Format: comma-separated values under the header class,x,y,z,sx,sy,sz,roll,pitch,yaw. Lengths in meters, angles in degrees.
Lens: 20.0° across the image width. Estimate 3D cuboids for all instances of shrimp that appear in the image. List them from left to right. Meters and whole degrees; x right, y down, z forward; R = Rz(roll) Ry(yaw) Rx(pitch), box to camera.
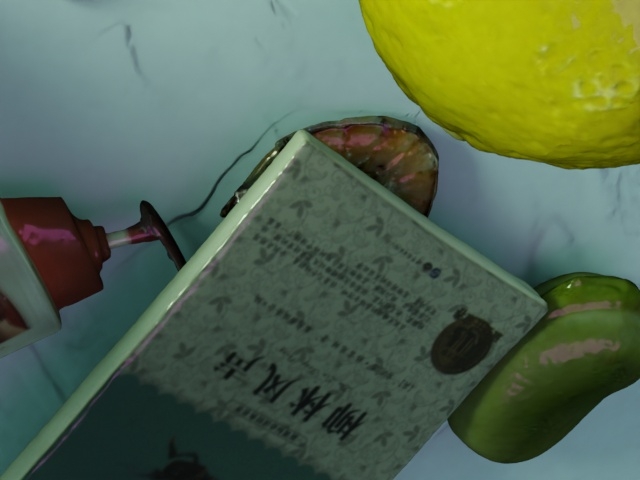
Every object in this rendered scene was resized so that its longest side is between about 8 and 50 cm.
class,x,y,z,sx,sy,sz,roll,pitch,yaw
shrimp,0.001,0.002,1.229,0.147,0.035,0.195,-2,121,-24

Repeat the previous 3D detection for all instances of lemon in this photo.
class,x,y,z,sx,sy,sz,roll,pitch,yaw
lemon,0.153,-0.176,1.016,0.293,0.293,0.293,-12,128,-16

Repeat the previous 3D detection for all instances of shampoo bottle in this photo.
class,x,y,z,sx,sy,sz,roll,pitch,yaw
shampoo bottle,-0.219,0.032,1.131,0.284,0.071,0.153,-16,128,-11

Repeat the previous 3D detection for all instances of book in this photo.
class,x,y,z,sx,sy,sz,roll,pitch,yaw
book,-0.048,0.126,1.239,0.264,0.031,0.379,32,104,-38

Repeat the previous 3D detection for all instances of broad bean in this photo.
class,x,y,z,sx,sy,sz,roll,pitch,yaw
broad bean,0.170,0.094,1.340,0.174,0.082,0.124,-43,129,9
